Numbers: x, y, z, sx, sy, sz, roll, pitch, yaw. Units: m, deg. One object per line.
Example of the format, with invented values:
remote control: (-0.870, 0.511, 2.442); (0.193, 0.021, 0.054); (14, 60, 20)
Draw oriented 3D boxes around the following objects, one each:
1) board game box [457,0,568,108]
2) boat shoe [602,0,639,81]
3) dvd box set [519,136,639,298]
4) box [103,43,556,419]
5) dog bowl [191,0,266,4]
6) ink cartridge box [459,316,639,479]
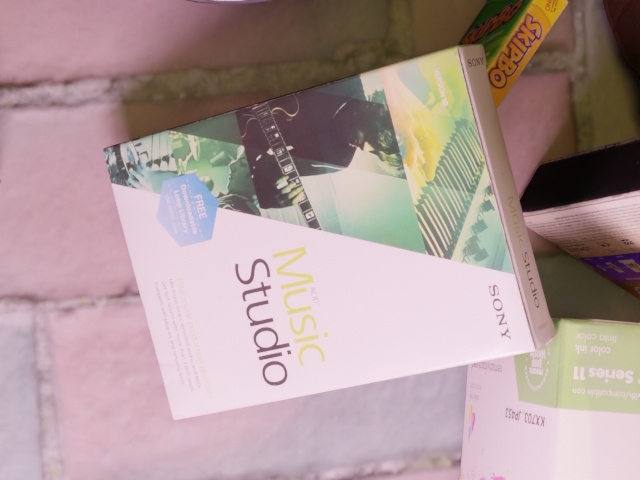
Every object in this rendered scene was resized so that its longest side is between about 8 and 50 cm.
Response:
board game box: (0.114, -0.115, 1.273); (0.039, 0.124, 0.259); (34, 82, -14)
boat shoe: (0.321, -0.185, 1.349); (0.095, 0.095, 0.257); (-20, 100, -26)
dvd box set: (0.390, 0.054, 1.241); (0.420, 0.307, 0.062); (32, 80, -10)
box: (0.000, 0.000, 1.186); (0.322, 0.058, 0.232); (-14, 92, 25)
dog bowl: (-0.072, -0.395, 1.177); (0.408, 0.150, 0.408); (-1, 104, -4)
ink cartridge box: (0.195, 0.239, 1.241); (0.119, 0.207, 0.354); (5, 87, -14)
